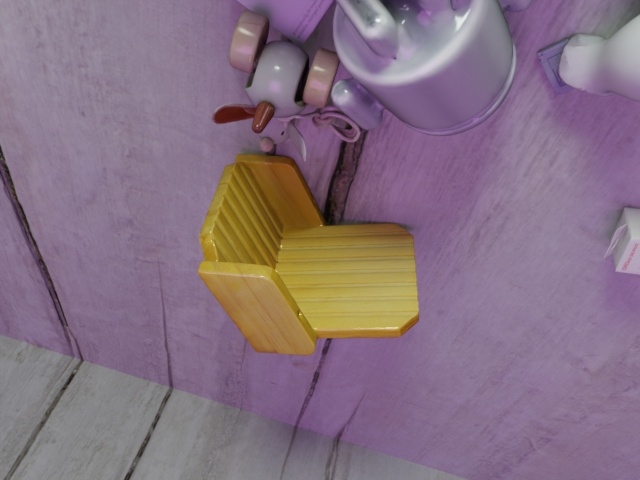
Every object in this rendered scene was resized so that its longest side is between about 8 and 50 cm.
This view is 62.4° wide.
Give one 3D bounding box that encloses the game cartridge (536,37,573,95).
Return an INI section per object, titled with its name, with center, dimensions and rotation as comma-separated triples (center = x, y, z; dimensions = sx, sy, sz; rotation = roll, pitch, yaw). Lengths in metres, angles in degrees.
[game cartridge]
center = 0.382, -0.273, 0.828
dimensions = 0.055, 0.017, 0.083
rotation = -17, 127, 37

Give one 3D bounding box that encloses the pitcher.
[pitcher]
center = 0.464, -0.238, 0.718
dimensions = 0.177, 0.207, 0.126
rotation = 17, 95, -17

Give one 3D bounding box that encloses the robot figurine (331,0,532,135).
[robot figurine]
center = 0.151, -0.266, 0.724
dimensions = 0.299, 0.200, 0.353
rotation = -33, 157, 21

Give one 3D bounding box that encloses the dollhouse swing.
[dollhouse swing]
center = 0.000, 0.000, 1.009
dimensions = 0.304, 0.347, 0.315
rotation = -13, 129, 18

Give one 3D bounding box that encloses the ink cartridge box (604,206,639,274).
[ink cartridge box]
center = 0.610, 0.004, 0.976
dimensions = 0.143, 0.090, 0.092
rotation = 8, 136, 13

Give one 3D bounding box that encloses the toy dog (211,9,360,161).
[toy dog]
center = -0.072, -0.202, 0.854
dimensions = 0.220, 0.161, 0.334
rotation = 19, 167, 16

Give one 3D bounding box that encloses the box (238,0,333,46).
[box]
center = -0.043, -0.418, 0.752
dimensions = 0.181, 0.119, 0.181
rotation = 33, 136, -15
